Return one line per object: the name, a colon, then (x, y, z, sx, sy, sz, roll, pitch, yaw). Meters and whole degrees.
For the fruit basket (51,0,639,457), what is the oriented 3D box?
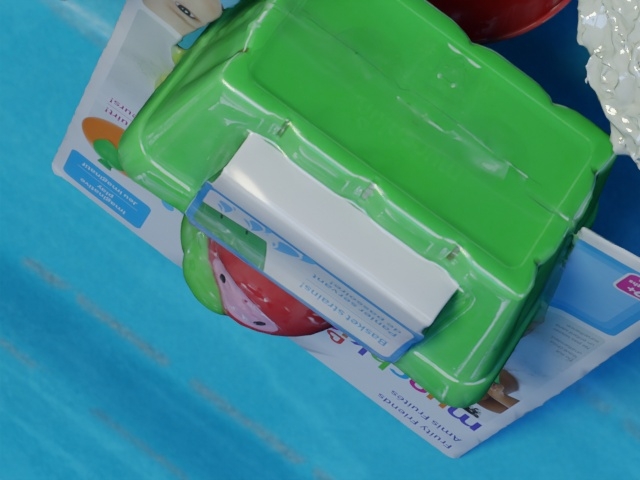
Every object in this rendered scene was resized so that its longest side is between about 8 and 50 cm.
fruit basket: (0.000, 0.000, 1.108, 0.327, 0.165, 0.353, 36, 149, -3)

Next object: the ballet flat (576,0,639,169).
ballet flat: (0.176, -0.228, 0.932, 0.147, 0.147, 0.409, -12, 92, 25)

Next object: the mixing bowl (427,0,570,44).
mixing bowl: (0.080, -0.206, 1.073, 0.181, 0.098, 0.181, 8, 114, 17)
